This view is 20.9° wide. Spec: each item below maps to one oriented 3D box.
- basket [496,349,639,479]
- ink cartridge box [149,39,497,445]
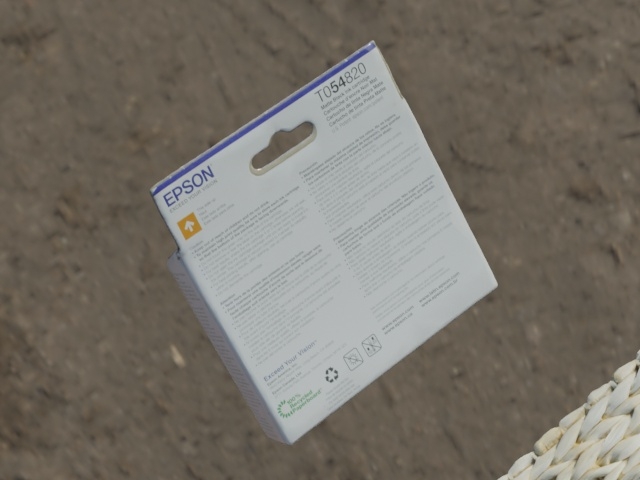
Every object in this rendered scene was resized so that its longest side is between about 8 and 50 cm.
[{"bbox_3d":[0.329,0.303,1.593,0.328,0.331,0.266,-40,60,-9],"label":"basket"},{"bbox_3d":[0.000,0.000,1.295,0.223,0.224,0.045,-35,19,-23],"label":"ink cartridge box"}]
